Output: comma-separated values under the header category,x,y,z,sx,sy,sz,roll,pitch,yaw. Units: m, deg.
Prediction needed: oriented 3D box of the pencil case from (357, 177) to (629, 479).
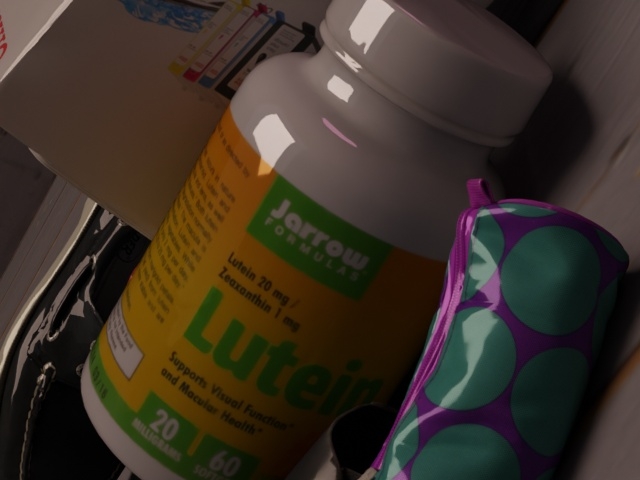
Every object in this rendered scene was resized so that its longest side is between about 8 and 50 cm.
category,x,y,z,sx,sy,sz,roll,pitch,yaw
pencil case,0.055,0.060,0.557,0.151,0.070,0.064,-66,14,-11

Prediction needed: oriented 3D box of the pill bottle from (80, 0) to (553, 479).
category,x,y,z,sx,sy,sz,roll,pitch,yaw
pill bottle,0.000,0.000,0.716,0.245,0.136,0.136,-59,15,21

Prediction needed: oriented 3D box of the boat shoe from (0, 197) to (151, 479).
category,x,y,z,sx,sy,sz,roll,pitch,yaw
boat shoe,-0.138,0.066,1.138,0.113,0.127,0.340,13,73,52

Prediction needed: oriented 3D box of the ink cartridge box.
category,x,y,z,sx,sy,sz,roll,pitch,yaw
ink cartridge box,-0.050,-0.134,0.811,0.232,0.168,0.171,-46,29,11

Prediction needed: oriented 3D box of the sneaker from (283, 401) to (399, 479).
category,x,y,z,sx,sy,sz,roll,pitch,yaw
sneaker,-0.011,0.157,0.594,0.118,0.083,0.222,-55,16,28

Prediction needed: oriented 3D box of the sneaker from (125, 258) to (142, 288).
category,x,y,z,sx,sy,sz,roll,pitch,yaw
sneaker,-0.060,0.039,0.936,0.276,0.098,0.135,-52,16,34
